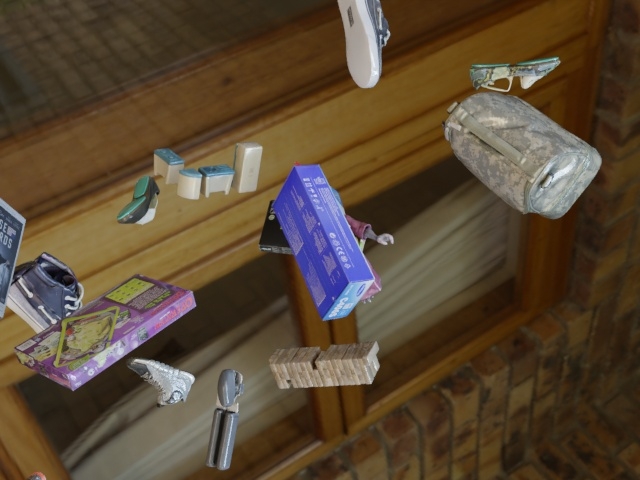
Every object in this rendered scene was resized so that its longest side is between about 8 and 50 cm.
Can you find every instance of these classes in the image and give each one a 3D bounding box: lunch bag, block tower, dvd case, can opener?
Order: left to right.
[{"bbox_3d":[-0.701,0.025,1.662,0.179,0.030,0.238,68,25,-65],"label":"dvd case"},{"bbox_3d":[-0.281,0.501,2.214,0.076,0.095,0.283,7,-95,29],"label":"can opener"},{"bbox_3d":[0.011,0.370,2.322,0.336,0.091,0.097,-10,-68,27],"label":"block tower"},{"bbox_3d":[0.455,-0.208,1.831,0.305,0.256,0.212,46,-70,31],"label":"lunch bag"}]

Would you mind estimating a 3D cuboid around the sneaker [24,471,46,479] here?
[{"bbox_3d":[-0.757,0.644,1.973,0.061,0.158,0.065,41,12,12],"label":"sneaker"}]

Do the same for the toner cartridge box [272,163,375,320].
[{"bbox_3d":[0.000,0.000,1.888,0.347,0.075,0.165,66,-35,28],"label":"toner cartridge box"}]

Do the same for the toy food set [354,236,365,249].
[{"bbox_3d":[0.082,0.050,2.543,0.039,0.192,0.132,23,-75,41],"label":"toy food set"}]

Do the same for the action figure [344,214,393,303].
[{"bbox_3d":[0.060,0.015,2.264,0.275,0.248,0.370,-116,-171,-48],"label":"action figure"}]

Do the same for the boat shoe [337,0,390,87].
[{"bbox_3d":[0.117,-0.497,1.878,0.108,0.102,0.301,-46,-131,54],"label":"boat shoe"}]

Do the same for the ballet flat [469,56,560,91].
[{"bbox_3d":[0.413,-0.350,1.671,0.189,0.070,0.070,0,-55,21],"label":"ballet flat"}]

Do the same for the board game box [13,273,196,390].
[{"bbox_3d":[-0.472,0.191,1.748,0.208,0.347,0.056,9,-58,41],"label":"board game box"}]

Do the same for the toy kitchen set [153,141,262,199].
[{"bbox_3d":[-0.279,-0.198,1.937,0.166,0.207,0.122,37,-55,40],"label":"toy kitchen set"}]

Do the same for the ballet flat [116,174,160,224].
[{"bbox_3d":[-0.589,-0.117,2.616,0.096,0.095,0.280,55,25,-26],"label":"ballet flat"}]

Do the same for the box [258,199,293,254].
[{"bbox_3d":[-0.089,-0.040,2.550,0.191,0.184,0.045,6,-35,10],"label":"box"}]

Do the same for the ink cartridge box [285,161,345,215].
[{"bbox_3d":[-0.022,-0.122,2.325,0.231,0.078,0.134,33,32,-48],"label":"ink cartridge box"}]

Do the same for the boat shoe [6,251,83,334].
[{"bbox_3d":[-0.652,0.178,2.013,0.340,0.158,0.127,46,26,-28],"label":"boat shoe"}]

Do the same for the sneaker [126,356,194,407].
[{"bbox_3d":[-0.514,0.454,2.475,0.229,0.132,0.086,22,-22,-23],"label":"sneaker"}]
